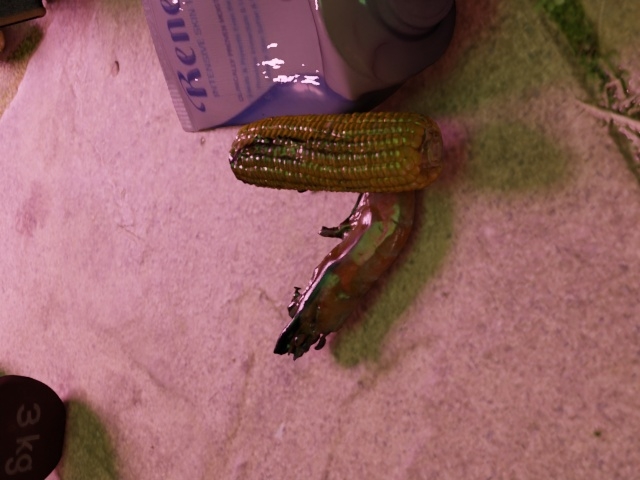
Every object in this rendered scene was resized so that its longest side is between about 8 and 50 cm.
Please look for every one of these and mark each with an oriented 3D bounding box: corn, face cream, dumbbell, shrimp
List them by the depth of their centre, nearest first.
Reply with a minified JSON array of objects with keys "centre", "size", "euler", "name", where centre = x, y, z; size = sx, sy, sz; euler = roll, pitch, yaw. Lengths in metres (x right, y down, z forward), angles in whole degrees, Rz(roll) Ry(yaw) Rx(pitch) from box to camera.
[{"centre":[0.010,-0.073,1.111],"size":[0.203,0.072,0.072],"euler":[2,90,33],"name":"corn"},{"centre":[-0.041,-0.210,1.176],"size":[0.420,0.137,0.235],"euler":[6,118,53],"name":"face cream"},{"centre":[0.000,0.000,1.177],"size":[0.152,0.046,0.219],"euler":[48,118,36],"name":"shrimp"},{"centre":[-0.408,0.208,1.558],"size":[0.225,0.124,0.140],"euler":[12,97,47],"name":"dumbbell"}]

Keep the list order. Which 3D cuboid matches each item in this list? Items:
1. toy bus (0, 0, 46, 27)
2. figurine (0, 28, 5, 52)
[{"centre":[-0.403,-0.370,1.463],"size":[0.167,0.138,0.275],"euler":[-128,23,-65],"name":"toy bus"},{"centre":[-0.479,-0.349,1.671],"size":[0.324,0.124,0.222],"euler":[51,121,32],"name":"figurine"}]
